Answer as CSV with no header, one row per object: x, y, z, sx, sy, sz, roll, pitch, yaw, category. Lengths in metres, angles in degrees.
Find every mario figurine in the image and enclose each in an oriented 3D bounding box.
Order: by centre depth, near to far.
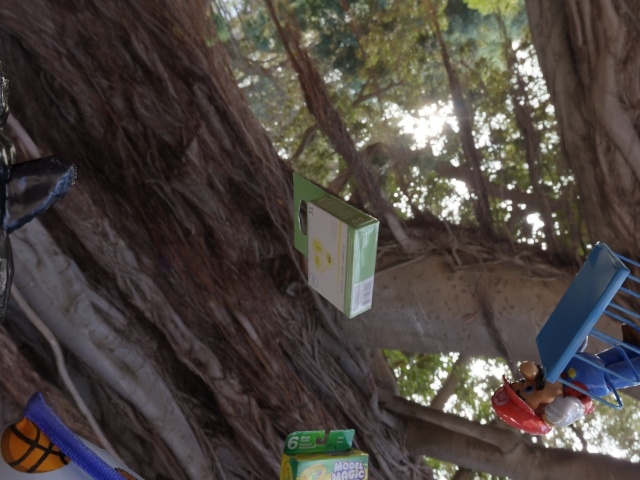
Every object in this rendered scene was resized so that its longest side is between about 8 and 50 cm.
0.474,0.248,0.948,0.321,0.198,0.170,-27,-116,8,mario figurine

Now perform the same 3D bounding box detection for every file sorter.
0.377,0.109,0.649,0.105,0.170,0.118,25,-159,9,file sorter

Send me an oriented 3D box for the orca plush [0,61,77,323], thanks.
-0.208,-0.057,0.320,0.102,0.286,0.151,5,173,-19,orca plush

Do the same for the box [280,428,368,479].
0.003,0.319,0.588,0.105,0.179,0.043,10,167,-30,box

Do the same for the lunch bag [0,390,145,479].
-0.152,0.349,0.304,0.328,0.385,0.239,-48,177,-32,lunch bag

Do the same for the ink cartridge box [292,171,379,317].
0.000,0.000,0.857,0.056,0.171,0.235,-21,-143,-32,ink cartridge box
